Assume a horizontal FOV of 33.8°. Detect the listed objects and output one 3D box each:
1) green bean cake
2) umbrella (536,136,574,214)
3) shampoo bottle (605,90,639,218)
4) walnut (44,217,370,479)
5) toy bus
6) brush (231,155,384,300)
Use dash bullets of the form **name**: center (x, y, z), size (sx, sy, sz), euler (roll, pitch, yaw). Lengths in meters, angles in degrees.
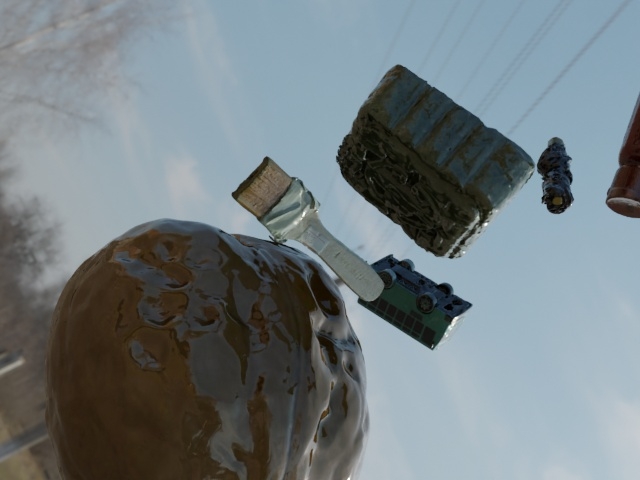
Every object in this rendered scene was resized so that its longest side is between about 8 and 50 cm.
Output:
- **green bean cake**: center (0.111, -0.077, 1.117), size (0.185, 0.094, 0.183), euler (40, -19, 5)
- **umbrella**: center (0.263, -0.076, 1.184), size (0.144, 0.040, 0.037), euler (-71, 162, -58)
- **shampoo bottle**: center (0.525, -0.187, 1.643), size (0.076, 0.314, 0.118), euler (15, -19, 24)
- **walnut**: center (-0.122, 0.160, 1.135), size (0.308, 0.354, 0.398), euler (-52, -144, 38)
- **toy bus**: center (0.145, 0.098, 1.633), size (0.160, 0.079, 0.092), euler (31, -61, 22)
- **brush**: center (0.000, 0.000, 1.440), size (0.336, 0.085, 0.020), euler (41, 3, -45)
